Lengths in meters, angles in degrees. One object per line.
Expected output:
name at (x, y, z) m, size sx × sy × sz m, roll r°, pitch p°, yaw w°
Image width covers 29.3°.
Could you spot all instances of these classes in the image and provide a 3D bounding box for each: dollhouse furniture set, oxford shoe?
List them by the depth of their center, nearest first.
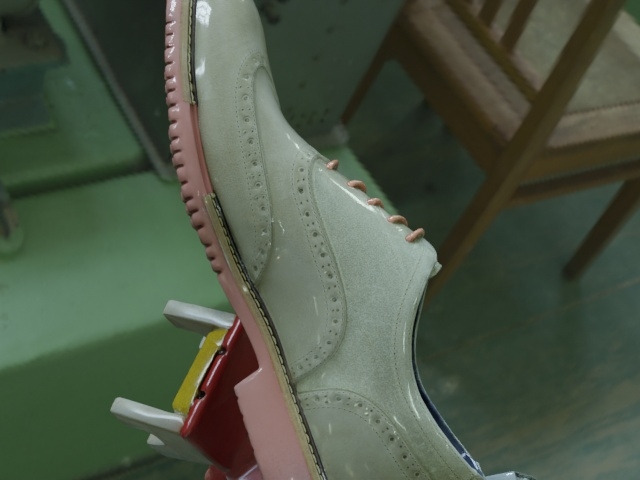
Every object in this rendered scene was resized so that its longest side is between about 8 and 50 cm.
oxford shoe at (0.000, 0.000, 0.816) m, size 0.146 × 0.140 × 0.397 m, roll -17°, pitch 89°, yaw 8°
dollhouse furniture set at (-0.085, 0.258, 0.875) m, size 0.152 × 0.201 × 0.374 m, roll 9°, pitch 62°, yaw 34°

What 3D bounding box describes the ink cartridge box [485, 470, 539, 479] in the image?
ink cartridge box at (0.082, 0.248, 0.884) m, size 0.176 × 0.127 × 0.128 m, roll -15°, pitch 73°, yaw 16°
